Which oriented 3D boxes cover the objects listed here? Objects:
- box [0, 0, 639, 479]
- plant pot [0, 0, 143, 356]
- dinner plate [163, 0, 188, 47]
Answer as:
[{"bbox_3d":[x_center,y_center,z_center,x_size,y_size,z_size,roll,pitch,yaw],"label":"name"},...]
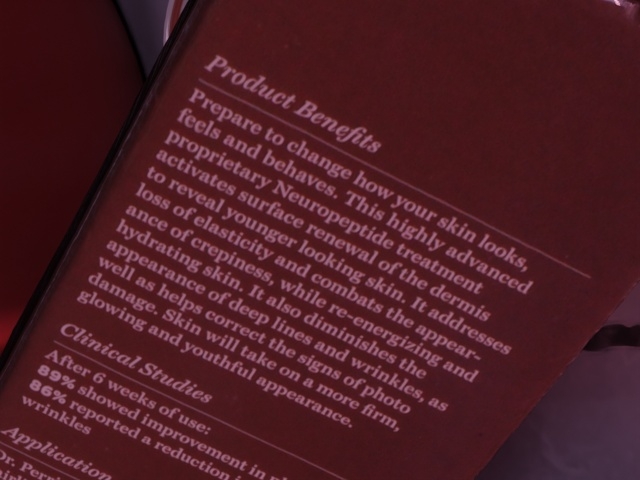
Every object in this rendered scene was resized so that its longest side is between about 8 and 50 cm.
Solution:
[{"bbox_3d":[0.000,0.000,0.731,0.191,0.143,0.381,27,128,-9],"label":"box"},{"bbox_3d":[-0.260,-0.039,0.917,0.275,0.243,0.275,14,113,36],"label":"plant pot"},{"bbox_3d":[-0.019,-0.081,0.849,0.141,0.017,0.141,14,112,37],"label":"dinner plate"}]
